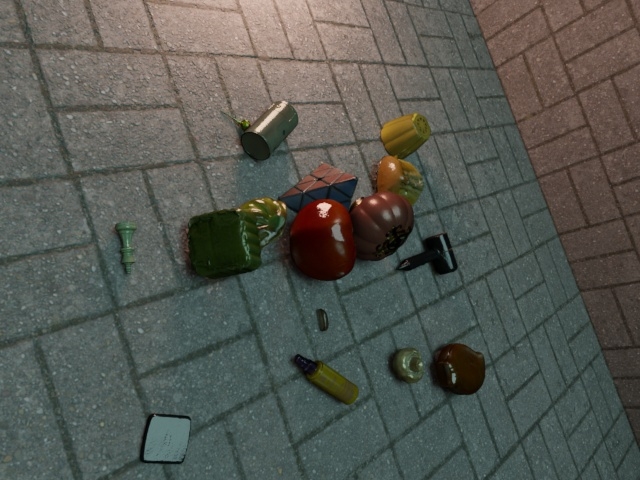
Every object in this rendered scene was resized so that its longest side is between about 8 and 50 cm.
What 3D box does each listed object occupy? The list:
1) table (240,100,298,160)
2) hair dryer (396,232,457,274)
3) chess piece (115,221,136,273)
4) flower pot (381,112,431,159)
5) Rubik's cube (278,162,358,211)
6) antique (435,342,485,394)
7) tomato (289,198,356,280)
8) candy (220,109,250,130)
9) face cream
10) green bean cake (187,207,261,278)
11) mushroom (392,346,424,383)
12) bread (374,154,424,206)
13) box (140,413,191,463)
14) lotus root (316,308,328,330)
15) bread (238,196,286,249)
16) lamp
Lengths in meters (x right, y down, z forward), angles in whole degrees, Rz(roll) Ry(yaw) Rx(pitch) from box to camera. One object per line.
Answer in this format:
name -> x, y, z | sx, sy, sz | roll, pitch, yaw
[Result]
table -> -0.187, -0.411, 1.729 | 0.126, 0.126, 0.220 | 46, 51, -17
hair dryer -> 0.476, 0.099, 2.120 | 0.352, 0.107, 0.189 | -19, 89, -33
chess piece -> -0.556, 0.022, 1.337 | 0.059, 0.059, 0.149 | -2, 80, -39
flower pot -> 0.417, -0.509, 2.208 | 0.195, 0.179, 0.195 | 15, 65, -36
Rubik's cube -> 0.015, -0.181, 1.803 | 0.233, 0.229, 0.228 | 34, 5, 16
antique -> 0.610, 0.562, 2.034 | 0.278, 0.129, 0.224 | -9, 81, -40
tomato -> 0.000, 0.000, 1.663 | 0.226, 0.298, 0.299 | -8, 78, -6
candy -> -0.313, -0.448, 1.709 | 0.122, 0.035, 0.035 | 28, 71, -18
face cream -> 0.015, 0.478, 1.622 | 0.273, 0.078, 0.078 | 39, 55, -21
green bean cake -> -0.300, 0.009, 1.439 | 0.113, 0.214, 0.201 | 29, 50, -73
mushroom -> 0.356, 0.501, 1.865 | 0.148, 0.112, 0.148 | 11, 74, -43
bread -> 0.348, -0.260, 2.081 | 0.204, 0.162, 0.262 | 9, 79, -34
box -> -0.428, 0.548, 1.283 | 0.125, 0.027, 0.126 | 19, 66, -30
lotus root -> 0.013, 0.291, 1.710 | 0.030, 0.037, 0.083 | -3, 77, -43
bread -> -0.220, -0.052, 1.566 | 0.156, 0.158, 0.261 | 27, 58, -25
lamp -> 0.221, -0.067, 1.845 | 0.305, 0.305, 0.240 | -10, 49, -40
